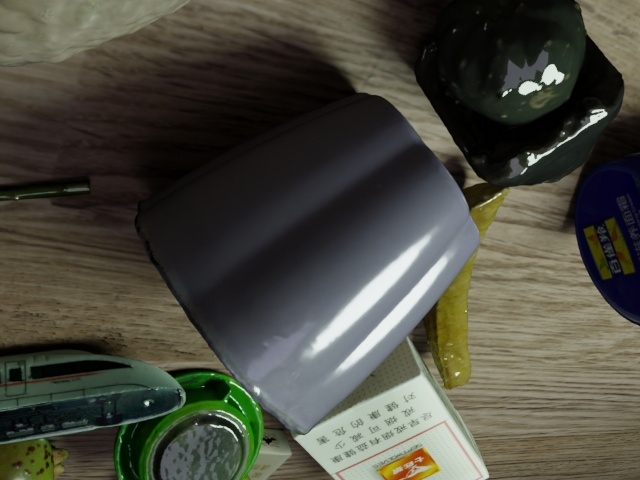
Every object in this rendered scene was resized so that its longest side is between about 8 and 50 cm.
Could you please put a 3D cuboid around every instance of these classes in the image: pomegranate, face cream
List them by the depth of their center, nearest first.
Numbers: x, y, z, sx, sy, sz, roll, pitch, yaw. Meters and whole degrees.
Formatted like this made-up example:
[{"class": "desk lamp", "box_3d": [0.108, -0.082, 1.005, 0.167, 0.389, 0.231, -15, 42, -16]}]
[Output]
[{"class": "face cream", "box_3d": [0.407, -0.006, 0.843, 0.111, 0.206, 0.206, -14, 140, -13]}, {"class": "pomegranate", "box_3d": [-0.397, 0.287, 0.883, 0.159, 0.159, 0.205, -30, 164, 10]}]

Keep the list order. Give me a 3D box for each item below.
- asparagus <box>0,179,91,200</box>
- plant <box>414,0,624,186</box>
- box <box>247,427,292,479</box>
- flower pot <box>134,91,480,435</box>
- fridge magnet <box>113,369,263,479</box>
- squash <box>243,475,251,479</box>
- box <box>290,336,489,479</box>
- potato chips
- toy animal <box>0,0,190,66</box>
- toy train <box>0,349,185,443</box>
[{"class": "asparagus", "box_3d": [-0.277, -0.043, 0.653, 0.127, 0.018, 0.015, -8, 104, -15]}, {"class": "plant", "box_3d": [0.178, -0.134, 0.642, 0.141, 0.164, 0.256, -32, 150, 12]}, {"class": "box", "box_3d": [-0.230, 0.419, 1.164, 0.204, 0.051, 0.365, 16, 128, -37]}, {"class": "flower pot", "box_3d": [0.000, 0.000, 0.657, 0.243, 0.265, 0.265, -38, 139, 3]}, {"class": "fridge magnet", "box_3d": [-0.173, 0.276, 0.961, 0.207, 0.088, 0.208, -7, 107, -23]}, {"class": "squash", "box_3d": [-0.195, 0.472, 1.175, 0.111, 0.203, 0.289, 13, 94, -35]}, {"class": "box", "box_3d": [0.111, 0.309, 1.117, 0.210, 0.095, 0.330, -28, 128, 8]}, {"class": "potato chips", "box_3d": [0.174, 0.066, 0.926, 0.057, 0.080, 0.407, -27, 141, -19]}, {"class": "toy animal", "box_3d": [-0.168, -0.211, 0.379, 0.358, 0.188, 0.227, -18, 146, -5]}, {"class": "toy train", "box_3d": [-0.362, 0.178, 0.807, 0.406, 0.088, 0.086, -4, 139, -20]}]
